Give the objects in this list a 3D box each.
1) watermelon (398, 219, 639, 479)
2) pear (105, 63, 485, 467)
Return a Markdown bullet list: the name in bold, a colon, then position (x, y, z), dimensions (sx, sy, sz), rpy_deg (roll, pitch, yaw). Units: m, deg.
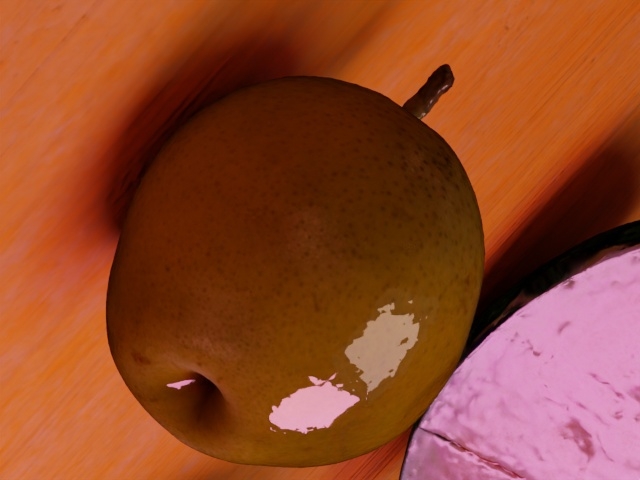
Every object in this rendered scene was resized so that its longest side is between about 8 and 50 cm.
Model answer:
- **watermelon**: position (0.195, 0.115, 1.442), dimensions (0.292, 0.319, 0.222), rpy_deg (-13, -155, 21)
- **pear**: position (0.000, 0.000, 0.899), dimensions (0.180, 0.166, 0.216), rpy_deg (86, 28, -48)
